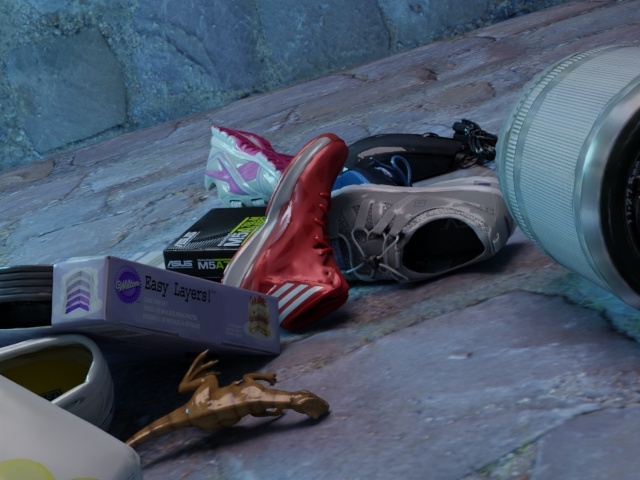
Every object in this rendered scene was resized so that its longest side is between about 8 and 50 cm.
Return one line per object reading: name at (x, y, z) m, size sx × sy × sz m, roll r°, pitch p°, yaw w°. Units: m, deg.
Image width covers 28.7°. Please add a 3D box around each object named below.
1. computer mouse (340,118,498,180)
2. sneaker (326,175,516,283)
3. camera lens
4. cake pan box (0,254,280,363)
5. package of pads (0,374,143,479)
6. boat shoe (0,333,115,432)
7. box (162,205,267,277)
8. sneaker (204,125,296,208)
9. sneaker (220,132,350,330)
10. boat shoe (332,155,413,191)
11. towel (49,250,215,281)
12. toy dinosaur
computer mouse at (0.126, -0.132, 1.853) m, size 0.272 × 0.072 × 0.188 m, roll -17°, pitch 15°, yaw -4°
sneaker at (0.074, -0.004, 1.371) m, size 0.281 × 0.105 × 0.115 m, roll -14°, pitch 21°, yaw 21°
camera lens at (0.290, -0.059, 1.101) m, size 0.219 × 0.219 × 0.274 m, roll -18°, pitch 15°, yaw -7°
cake pan box at (-0.213, 0.075, 1.231) m, size 0.245 × 0.070 × 0.266 m, roll -9°, pitch -16°, yaw 35°
package of pads at (-0.295, 0.173, 0.848) m, size 0.296 × 0.101 × 0.229 m, roll 25°, pitch 40°, yaw 18°
boat shoe at (-0.352, 0.164, 1.065) m, size 0.367 × 0.136 × 0.156 m, roll -16°, pitch -30°, yaw -17°
box at (-0.082, -0.001, 1.591) m, size 0.184 × 0.045 × 0.191 m, roll 1°, pitch 18°, yaw 15°
sneaker at (-0.086, -0.083, 1.872) m, size 0.103 × 0.111 × 0.252 m, roll 7°, pitch 17°, yaw -40°
sneaker at (0.000, 0.000, 1.344) m, size 0.128 × 0.221 × 0.087 m, roll 28°, pitch -7°, yaw 23°
boat shoe at (0.078, -0.066, 1.596) m, size 0.089 × 0.109 × 0.258 m, roll -15°, pitch 16°, yaw -9°
towel at (-0.269, 0.057, 1.627) m, size 0.284 × 0.034 × 0.209 m, roll -4°, pitch 16°, yaw 21°
toy dinosaur at (-0.102, 0.146, 1.087) m, size 0.211 × 0.064 × 0.112 m, roll -17°, pitch 16°, yaw 1°
